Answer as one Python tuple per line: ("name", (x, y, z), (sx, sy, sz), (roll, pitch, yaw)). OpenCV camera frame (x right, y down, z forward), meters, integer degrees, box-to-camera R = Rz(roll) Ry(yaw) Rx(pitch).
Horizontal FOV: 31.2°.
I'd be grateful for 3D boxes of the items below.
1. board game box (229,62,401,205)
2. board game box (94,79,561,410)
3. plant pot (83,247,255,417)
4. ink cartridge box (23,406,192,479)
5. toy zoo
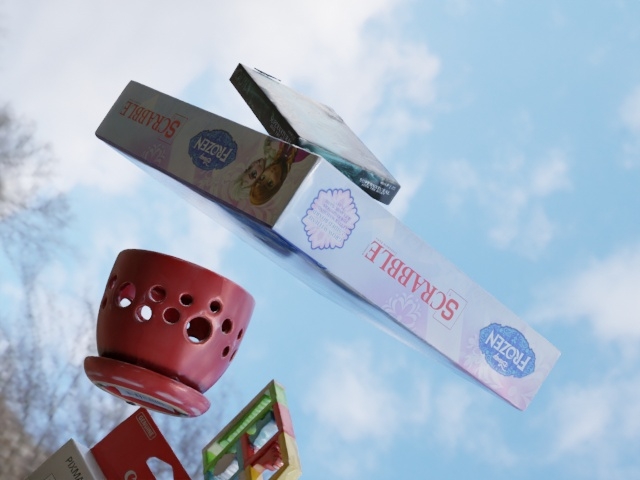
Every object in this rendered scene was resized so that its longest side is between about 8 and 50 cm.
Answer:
("board game box", (-0.008, -0.107, 1.126), (0.026, 0.126, 0.186), (-57, -146, 16))
("board game box", (0.000, 0.000, 0.979), (0.066, 0.318, 0.319), (-57, -144, -4))
("plant pot", (-0.197, 0.122, 1.454), (0.191, 0.191, 0.174), (-1, -117, 46))
("ink cartridge box", (-0.350, 0.446, 1.925), (0.261, 0.066, 0.296), (-41, -129, -2))
("toy zoo", (-0.114, 0.370, 1.847), (0.192, 0.030, 0.293), (-46, -157, 13))
